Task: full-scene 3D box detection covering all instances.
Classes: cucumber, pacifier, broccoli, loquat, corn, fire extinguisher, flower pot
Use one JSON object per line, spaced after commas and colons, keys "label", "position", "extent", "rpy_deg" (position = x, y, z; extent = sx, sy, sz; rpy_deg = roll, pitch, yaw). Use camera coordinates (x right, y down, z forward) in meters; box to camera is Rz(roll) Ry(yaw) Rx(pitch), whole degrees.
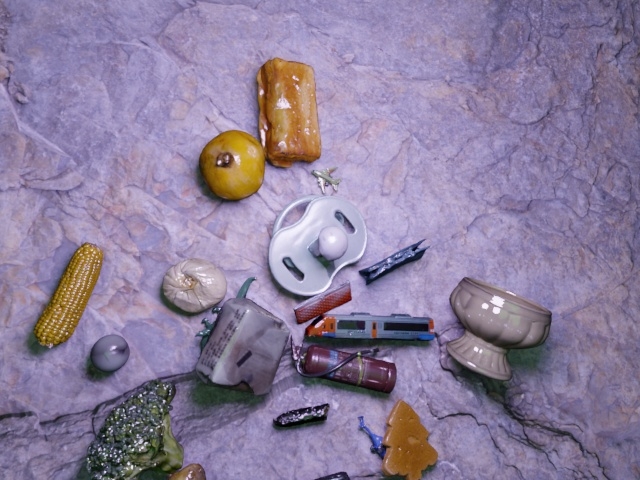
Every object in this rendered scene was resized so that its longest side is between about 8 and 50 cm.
{"label": "cucumber", "position": [-0.056, 0.539, 1.335], "extent": [0.181, 0.053, 0.053], "rpy_deg": [-8, 83, -8]}
{"label": "pacifier", "position": [0.000, 0.000, 1.308], "extent": [0.343, 0.269, 0.288], "rpy_deg": [-45, 98, -15]}
{"label": "broccoli", "position": [-0.491, 0.553, 1.213], "extent": [0.288, 0.248, 0.246], "rpy_deg": [-37, 125, -22]}
{"label": "loquat", "position": [-0.266, -0.229, 1.311], "extent": [0.213, 0.246, 0.213], "rpy_deg": [0, 91, 0]}
{"label": "corn", "position": [-0.714, 0.153, 1.260], "extent": [0.102, 0.102, 0.313], "rpy_deg": [23, 76, -5]}
{"label": "fire extinguisher", "position": [0.063, 0.378, 1.353], "extent": [0.341, 0.105, 0.141], "rpy_deg": [15, 59, -7]}
{"label": "flower pot", "position": [0.528, 0.272, 1.355], "extent": [0.307, 0.307, 0.244], "rpy_deg": [20, 97, -6]}

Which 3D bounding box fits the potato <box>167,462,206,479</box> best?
{"label": "potato", "position": [-0.400, 0.752, 1.178], "extent": [0.141, 0.191, 0.296], "rpy_deg": [22, 79, 7]}

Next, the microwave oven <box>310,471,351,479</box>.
{"label": "microwave oven", "position": [0.021, 0.780, 1.186], "extent": [0.237, 0.295, 0.181], "rpy_deg": [-12, 83, -11]}

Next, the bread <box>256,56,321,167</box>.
{"label": "bread", "position": [-0.107, -0.408, 1.406], "extent": [0.195, 0.149, 0.344], "rpy_deg": [0, 84, -28]}

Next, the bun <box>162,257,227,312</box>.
{"label": "bun", "position": [-0.377, 0.134, 1.310], "extent": [0.188, 0.111, 0.164], "rpy_deg": [30, 81, -7]}

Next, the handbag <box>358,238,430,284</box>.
{"label": "handbag", "position": [0.237, 0.067, 1.400], "extent": [0.221, 0.144, 0.057], "rpy_deg": [-25, 80, -10]}

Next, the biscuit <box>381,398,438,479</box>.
{"label": "biscuit", "position": [0.266, 0.622, 1.359], "extent": [0.212, 0.041, 0.239], "rpy_deg": [3, 67, -27]}

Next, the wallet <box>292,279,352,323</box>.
{"label": "wallet", "position": [0.009, 0.198, 1.374], "extent": [0.196, 0.103, 0.020], "rpy_deg": [-24, 52, -13]}

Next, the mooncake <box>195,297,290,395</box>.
{"label": "mooncake", "position": [-0.216, 0.309, 1.262], "extent": [0.136, 0.250, 0.254], "rpy_deg": [15, 75, 38]}

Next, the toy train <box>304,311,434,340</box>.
{"label": "toy train", "position": [0.154, 0.273, 1.386], "extent": [0.409, 0.086, 0.089], "rpy_deg": [4, 81, -8]}

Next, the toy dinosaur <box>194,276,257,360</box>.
{"label": "toy dinosaur", "position": [-0.297, 0.232, 1.327], "extent": [0.120, 0.079, 0.292], "rpy_deg": [20, 82, -11]}

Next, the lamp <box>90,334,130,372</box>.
{"label": "lamp", "position": [-0.603, 0.323, 1.250], "extent": [0.105, 0.105, 0.105], "rpy_deg": [1, 82, -9]}

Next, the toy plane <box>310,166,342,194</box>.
{"label": "toy plane", "position": [0.017, -0.208, 1.457], "extent": [0.111, 0.040, 0.102], "rpy_deg": [25, 77, -4]}

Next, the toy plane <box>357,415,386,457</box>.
{"label": "toy plane", "position": [0.175, 0.620, 1.364], "extent": [0.167, 0.054, 0.062], "rpy_deg": [47, 53, -1]}
